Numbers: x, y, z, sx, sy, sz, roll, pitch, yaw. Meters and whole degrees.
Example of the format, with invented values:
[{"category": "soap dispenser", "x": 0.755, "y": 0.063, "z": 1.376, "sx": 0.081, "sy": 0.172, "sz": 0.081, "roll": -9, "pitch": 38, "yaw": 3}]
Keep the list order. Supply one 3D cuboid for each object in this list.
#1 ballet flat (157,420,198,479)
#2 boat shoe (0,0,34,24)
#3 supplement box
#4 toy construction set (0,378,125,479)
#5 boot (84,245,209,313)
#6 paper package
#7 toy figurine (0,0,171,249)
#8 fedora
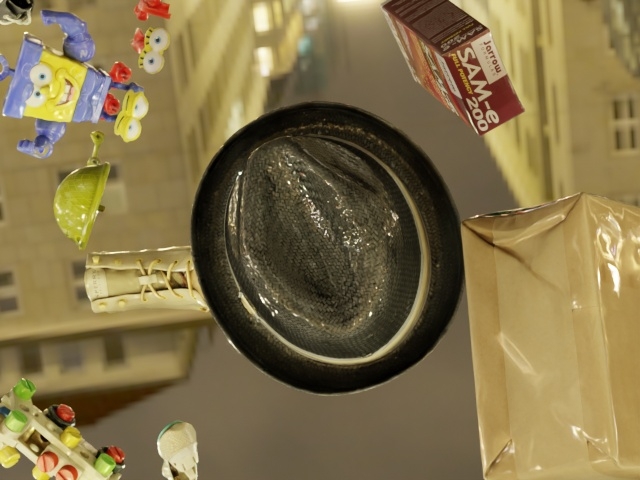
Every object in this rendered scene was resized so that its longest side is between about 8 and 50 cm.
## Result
[{"category": "ballet flat", "x": -0.180, "y": 0.287, "z": 2.128, "sx": 0.057, "sy": 0.052, "sz": 0.168, "roll": -33, "pitch": 160, "yaw": -16}, {"category": "boat shoe", "x": -0.343, "y": -0.259, "z": 1.750, "sx": 0.206, "sy": 0.065, "sz": 0.075, "roll": -42, "pitch": -176, "yaw": 42}, {"category": "supplement box", "x": 0.168, "y": -0.239, "z": 2.093, "sx": 0.073, "sy": 0.130, "sz": 0.239, "roll": -31, "pitch": -152, "yaw": -4}, {"category": "toy construction set", "x": -0.411, "y": 0.346, "z": 2.426, "sx": 0.151, "sy": 0.327, "sz": 0.215, "roll": -36, "pitch": -178, "yaw": 15}, {"category": "boot", "x": -0.210, "y": 0.052, "z": 2.134, "sx": 0.203, "sy": 0.095, "sz": 0.262, "roll": -2, "pitch": -177, "yaw": -8}, {"category": "paper package", "x": 0.323, "y": 0.119, "z": 1.795, "sx": 0.168, "sy": 0.309, "sz": 0.325, "roll": -15, "pitch": 164, "yaw": 40}, {"category": "toy figurine", "x": -0.368, "y": -0.191, "z": 2.203, "sx": 0.217, "sy": 0.362, "sz": 0.191, "roll": 15, "pitch": -163, "yaw": -23}, {"category": "fedora", "x": 0.000, "y": 0.000, "z": 1.741, "sx": 0.334, "sy": 0.334, "sz": 0.152, "roll": -5, "pitch": 173, "yaw": 6}]
